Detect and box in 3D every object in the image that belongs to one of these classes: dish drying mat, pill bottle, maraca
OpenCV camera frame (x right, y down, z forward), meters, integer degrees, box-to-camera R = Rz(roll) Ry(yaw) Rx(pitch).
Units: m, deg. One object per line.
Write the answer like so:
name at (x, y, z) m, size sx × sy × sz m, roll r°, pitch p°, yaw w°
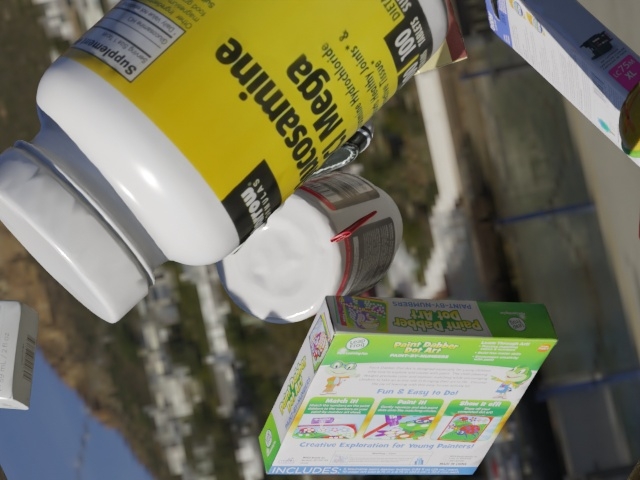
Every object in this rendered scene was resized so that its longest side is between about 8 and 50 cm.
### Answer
dish drying mat at (0.041, -0.016, 2.006) m, size 0.008 × 0.032 × 0.083 m, roll 59°, pitch -150°, yaw -2°
pill bottle at (0.000, 0.000, 2.219) m, size 0.318 × 0.176 × 0.176 m, roll -18°, pitch -83°, yaw -67°
pill bottle at (-0.080, -0.105, 1.207) m, size 0.188 × 0.334 × 0.188 m, roll 42°, pitch 167°, yaw 12°
maraca at (0.416, -0.150, 1.915) m, size 0.099 × 0.186 × 0.127 m, roll 38°, pitch -117°, yaw -20°

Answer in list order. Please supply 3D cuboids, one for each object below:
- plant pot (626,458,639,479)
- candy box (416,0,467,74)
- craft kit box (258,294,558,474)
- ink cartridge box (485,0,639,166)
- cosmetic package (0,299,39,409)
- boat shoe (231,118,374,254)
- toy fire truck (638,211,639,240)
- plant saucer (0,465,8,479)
plant pot at (0.353, 0.268, 1.484) m, size 0.237 × 0.254 × 0.237 m, roll 43°, pitch 158°, yaw 22°
candy box at (0.067, -0.308, 2.302) m, size 0.316 × 0.087 × 0.183 m, roll -4°, pitch 106°, yaw 65°
craft kit box at (0.087, 0.157, 1.749) m, size 0.246 × 0.250 × 0.061 m, roll 117°, pitch 149°, yaw -46°
ink cartridge box at (0.340, -0.250, 2.230) m, size 0.311 × 0.065 × 0.186 m, roll 45°, pitch 172°, yaw 23°
cosmetic package at (-0.442, 0.124, 1.881) m, size 0.085 × 0.231 × 0.117 m, roll 70°, pitch -157°, yaw -75°
boat shoe at (-0.084, -0.051, 1.511) m, size 0.105 × 0.306 × 0.113 m, roll 68°, pitch 154°, yaw 23°
toy fire truck at (0.385, -0.152, 1.521) m, size 0.169 × 0.254 × 0.302 m, roll 30°, pitch -134°, yaw -22°
plant saucer at (-0.487, 0.274, 2.231) m, size 0.278 × 0.041 × 0.278 m, roll 58°, pitch 177°, yaw 5°
